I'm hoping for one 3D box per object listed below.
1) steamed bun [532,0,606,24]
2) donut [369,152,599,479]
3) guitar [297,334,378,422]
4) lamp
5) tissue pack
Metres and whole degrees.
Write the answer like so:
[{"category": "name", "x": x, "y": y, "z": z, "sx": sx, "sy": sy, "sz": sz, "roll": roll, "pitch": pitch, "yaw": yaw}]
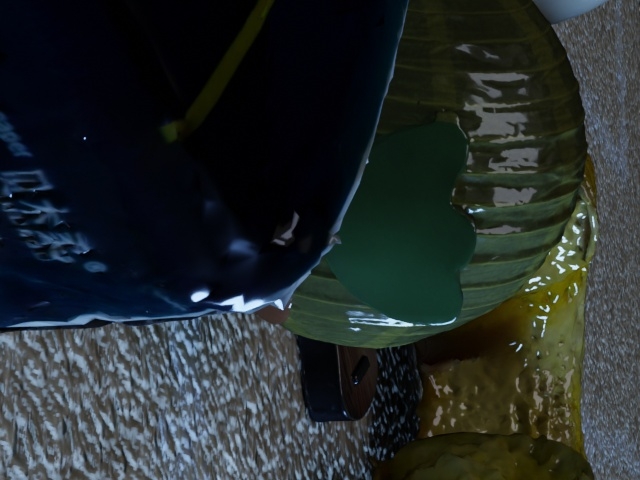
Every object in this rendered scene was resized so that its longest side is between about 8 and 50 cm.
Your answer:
[{"category": "steamed bun", "x": 0.116, "y": -0.333, "z": 1.206, "sx": 0.334, "sy": 0.333, "sz": 0.374, "roll": -68, "pitch": 153, "yaw": -52}, {"category": "donut", "x": 0.129, "y": 0.111, "z": 1.274, "sx": 0.377, "sy": 0.163, "sz": 0.435, "roll": 51, "pitch": 38, "yaw": -76}, {"category": "guitar", "x": -0.002, "y": -0.001, "z": 1.185, "sx": 0.084, "sy": 0.038, "sz": 0.271, "roll": -58, "pitch": 142, "yaw": -61}, {"category": "lamp", "x": 0.034, "y": -0.080, "z": 0.971, "sx": 0.250, "sy": 0.250, "sz": 0.284, "roll": -41, "pitch": 143, "yaw": -66}, {"category": "tissue pack", "x": -0.159, "y": -0.181, "z": 0.460, "sx": 0.416, "sy": 0.264, "sz": 0.253, "roll": 61, "pitch": 34, "yaw": -47}]
